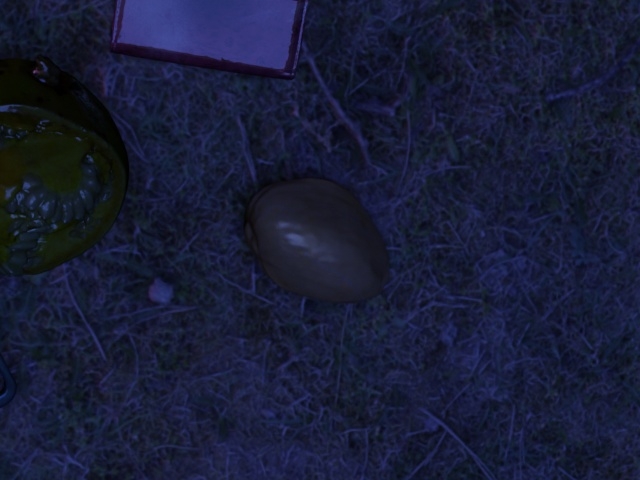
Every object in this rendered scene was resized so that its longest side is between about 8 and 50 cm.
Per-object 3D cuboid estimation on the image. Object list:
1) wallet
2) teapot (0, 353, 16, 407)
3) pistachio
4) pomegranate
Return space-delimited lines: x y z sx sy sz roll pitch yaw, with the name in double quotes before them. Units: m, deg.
"wallet" -0.134 -0.268 1.836 0.232 0.025 0.119 7 101 -11
"teapot" -0.480 0.167 1.802 0.203 0.171 0.225 -28 113 -11
"pistachio" 0.000 0.000 1.873 0.200 0.117 0.145 25 92 -16
"pomegranate" -0.368 -0.063 1.740 0.260 0.260 0.341 32 124 -16
